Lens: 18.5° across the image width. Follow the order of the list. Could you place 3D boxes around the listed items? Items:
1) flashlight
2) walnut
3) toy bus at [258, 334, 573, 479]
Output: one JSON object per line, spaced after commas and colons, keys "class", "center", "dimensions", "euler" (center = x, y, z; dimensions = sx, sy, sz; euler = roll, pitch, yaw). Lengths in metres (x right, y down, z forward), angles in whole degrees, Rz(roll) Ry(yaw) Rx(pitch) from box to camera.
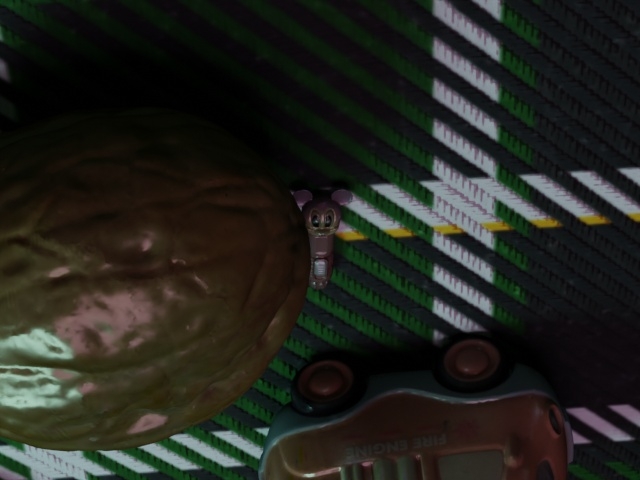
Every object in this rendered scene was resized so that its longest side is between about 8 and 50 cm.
{"class": "flashlight", "center": [0.000, 0.000, 1.662], "dimensions": [0.052, 0.031, 0.110], "euler": [-1, 134, -4]}
{"class": "walnut", "center": [-0.161, 0.026, 1.526], "dimensions": [0.313, 0.252, 0.277], "euler": [-12, 134, -6]}
{"class": "toy bus", "center": [0.088, 0.232, 1.762], "dimensions": [0.287, 0.232, 0.194], "euler": [-6, 132, 4]}
